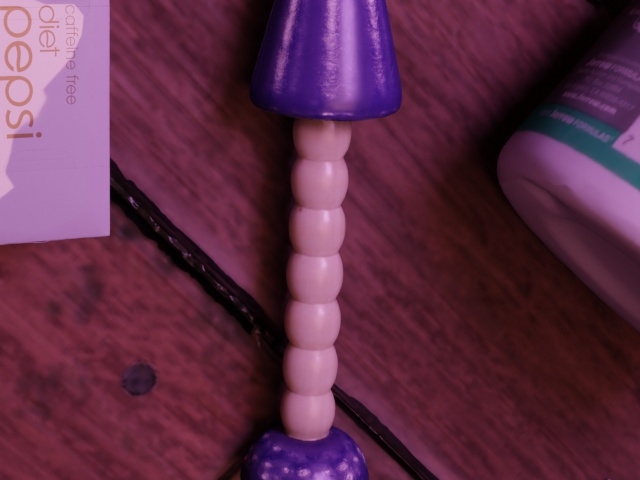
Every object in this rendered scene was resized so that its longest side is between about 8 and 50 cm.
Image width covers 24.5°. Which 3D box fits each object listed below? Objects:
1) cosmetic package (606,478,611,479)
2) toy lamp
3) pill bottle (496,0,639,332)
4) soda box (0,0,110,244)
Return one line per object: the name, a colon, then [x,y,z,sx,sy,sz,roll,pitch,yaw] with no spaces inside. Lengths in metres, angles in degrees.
cosmetic package: [0.150,0.204,0.911,0.115,0.041,0.060,-27,115,-14]
toy lamp: [0.000,0.000,0.761,0.080,0.080,0.274,-6,109,-22]
pill bottle: [0.282,-0.106,0.780,0.361,0.204,0.204,-47,118,-4]
soda box: [-0.136,-0.110,0.667,0.069,0.074,0.216,-5,108,-22]
